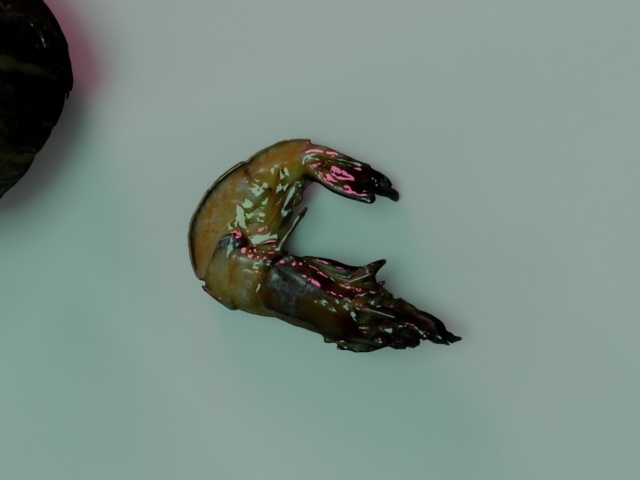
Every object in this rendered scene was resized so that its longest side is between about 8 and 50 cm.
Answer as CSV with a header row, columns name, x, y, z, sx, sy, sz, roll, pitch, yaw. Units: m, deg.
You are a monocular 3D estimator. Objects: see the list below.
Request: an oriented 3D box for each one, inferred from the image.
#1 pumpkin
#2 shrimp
name,x,y,z,sx,sy,sz,roll,pitch,yaw
pumpkin,-0.417,-0.173,0.881,0.321,0.192,0.320,1,95,11
shrimp,0.004,0.000,0.794,0.289,0.075,0.178,16,94,34
